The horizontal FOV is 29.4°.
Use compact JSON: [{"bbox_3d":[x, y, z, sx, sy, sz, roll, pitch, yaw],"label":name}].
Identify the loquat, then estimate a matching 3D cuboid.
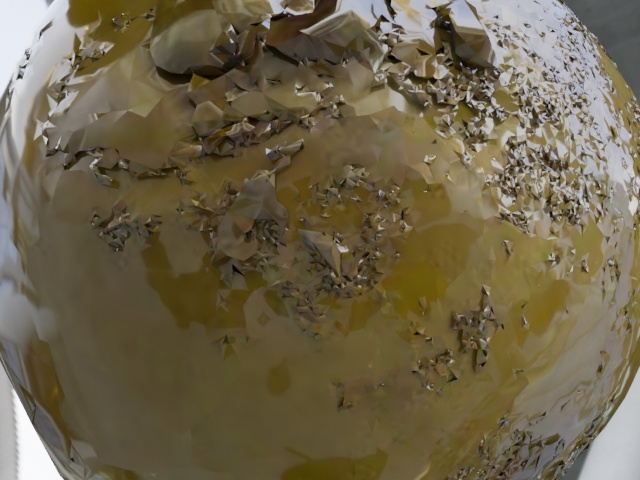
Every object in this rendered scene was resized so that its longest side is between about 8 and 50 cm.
[{"bbox_3d":[0.000,0.000,0.416,0.235,0.235,0.235,7,-71,20],"label":"loquat"}]
